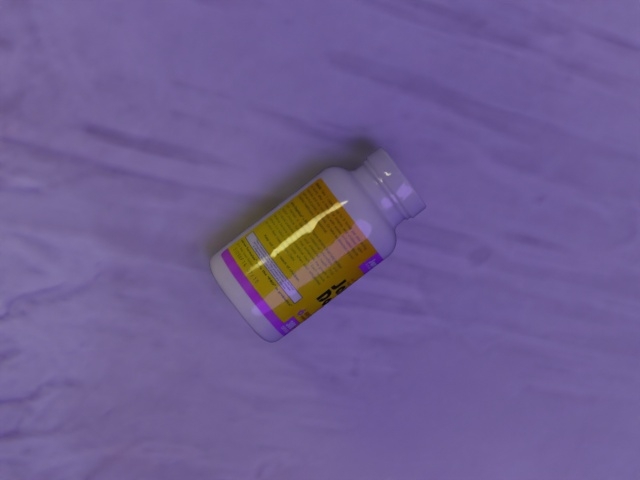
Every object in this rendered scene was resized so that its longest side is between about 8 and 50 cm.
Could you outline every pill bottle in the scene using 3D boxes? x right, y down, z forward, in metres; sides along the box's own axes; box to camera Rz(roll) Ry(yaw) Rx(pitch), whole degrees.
[{"bbox_3d":[0.000,0.000,0.602,0.083,0.043,0.043,-38,129,2],"label":"pill bottle"}]
